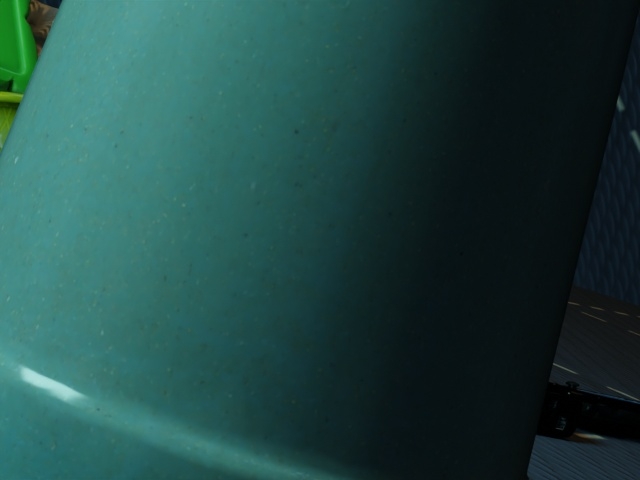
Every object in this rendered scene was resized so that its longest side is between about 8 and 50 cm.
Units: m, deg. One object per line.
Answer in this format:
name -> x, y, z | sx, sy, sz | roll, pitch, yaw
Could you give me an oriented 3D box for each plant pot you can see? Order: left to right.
plant pot -> -0.017, -0.008, 0.804 | 0.341, 0.334, 0.341 | 17, 6, -2

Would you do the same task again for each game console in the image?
game console -> 0.210, 0.141, 1.596 | 0.361, 0.044, 0.213 | 15, 6, -36

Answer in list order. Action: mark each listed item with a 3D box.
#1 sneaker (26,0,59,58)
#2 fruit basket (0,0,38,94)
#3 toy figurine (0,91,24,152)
sneaker -> -0.233, -0.107, 1.394 | 0.321, 0.124, 0.180 | 38, -32, 15
fruit basket -> -0.414, -0.199, 1.180 | 0.392, 0.392, 0.283 | 21, 2, 29
toy figurine -> -0.267, 0.008, 0.926 | 0.362, 0.191, 0.217 | 19, 33, -48
